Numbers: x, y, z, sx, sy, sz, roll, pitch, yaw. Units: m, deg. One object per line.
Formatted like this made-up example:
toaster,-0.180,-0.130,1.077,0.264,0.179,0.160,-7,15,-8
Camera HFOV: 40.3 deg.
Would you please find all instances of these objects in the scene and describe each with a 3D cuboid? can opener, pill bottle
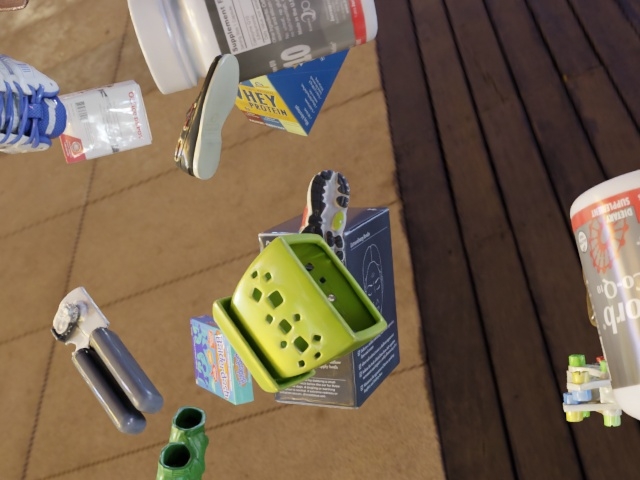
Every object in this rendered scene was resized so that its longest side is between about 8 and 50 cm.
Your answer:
can opener,-0.296,0.162,1.219,0.074,0.093,0.280,-53,46,4
pill bottle,0.449,0.101,1.071,0.210,0.210,0.363,-15,76,20
pill bottle,-0.085,-0.289,1.100,0.283,0.161,0.161,-18,42,0

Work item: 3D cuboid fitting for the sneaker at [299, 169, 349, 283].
sneaker,0.000,0.000,1.750,0.107,0.118,0.279,17,74,-2

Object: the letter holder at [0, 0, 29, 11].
letter holder,-0.668,-0.484,1.466,0.301,0.215,0.152,6,25,7

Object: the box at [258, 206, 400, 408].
box,0.030,0.142,2.004,0.211,0.396,0.293,1,13,24

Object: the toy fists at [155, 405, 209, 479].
toy fists,-0.306,0.500,1.958,0.096,0.142,0.279,10,21,-2

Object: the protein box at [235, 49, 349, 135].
protein box,-0.071,-0.334,1.575,0.135,0.200,0.201,17,74,28

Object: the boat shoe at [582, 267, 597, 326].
boat shoe,0.439,0.061,1.342,0.056,0.049,0.152,149,130,-62

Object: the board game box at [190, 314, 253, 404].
board game box,-0.221,0.260,1.932,0.047,0.160,0.210,-9,8,-31

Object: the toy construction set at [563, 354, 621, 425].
toy construction set,0.608,0.282,1.649,0.327,0.215,0.151,9,89,1

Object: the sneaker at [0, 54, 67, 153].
sneaker,-0.283,-0.126,0.757,0.296,0.130,0.112,-142,64,-67

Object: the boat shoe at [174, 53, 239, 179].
boat shoe,-0.120,-0.132,0.911,0.042,0.049,0.133,22,101,30

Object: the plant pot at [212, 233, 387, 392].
plant pot,-0.046,0.136,1.562,0.207,0.227,0.228,-39,79,16

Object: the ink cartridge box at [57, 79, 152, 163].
ink cartridge box,-0.342,-0.187,1.360,0.135,0.099,0.056,-15,22,-15
